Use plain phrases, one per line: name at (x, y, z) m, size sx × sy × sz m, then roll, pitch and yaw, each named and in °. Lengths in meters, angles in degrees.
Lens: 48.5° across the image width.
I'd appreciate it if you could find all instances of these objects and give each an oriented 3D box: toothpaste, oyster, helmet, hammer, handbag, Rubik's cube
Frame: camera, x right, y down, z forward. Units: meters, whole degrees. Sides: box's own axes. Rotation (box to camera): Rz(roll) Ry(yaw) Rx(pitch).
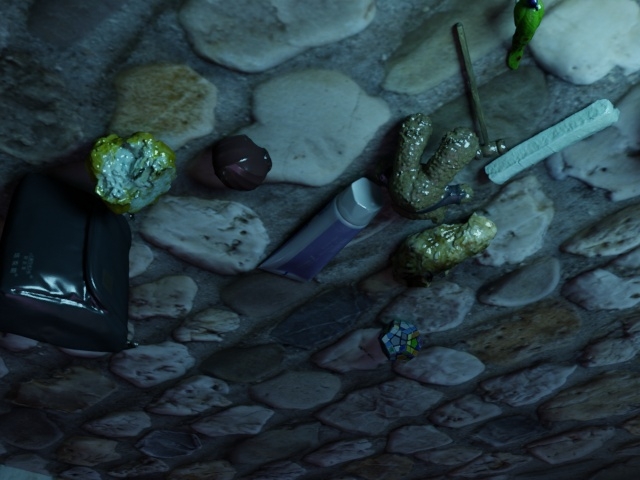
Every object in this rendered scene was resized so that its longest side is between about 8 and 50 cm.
toothpaste at (0.000, 0.000, 1.444) m, size 0.125 × 0.079 × 0.371 m, roll 17°, pitch 144°, yaw -23°
oyster at (0.245, 0.047, 1.503) m, size 0.166 × 0.094 × 0.294 m, roll 0°, pitch 150°, yaw -15°
helmet at (-0.141, -0.127, 1.270) m, size 0.098 × 0.070 × 0.123 m, roll -23°, pitch 137°, yaw 26°
hammer at (0.259, -0.240, 1.173) m, size 0.058 × 0.029 × 0.292 m, roll -14°, pitch 139°, yaw 14°
handbag at (-0.443, 0.039, 1.303) m, size 0.275 × 0.301 × 0.178 m, roll 19°, pitch 132°, yaw -28°
Rubik's cube at (0.197, 0.250, 1.757) m, size 0.111 × 0.111 × 0.093 m, roll -14°, pitch 168°, yaw 17°

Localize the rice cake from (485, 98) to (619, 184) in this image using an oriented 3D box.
rice cake at (0.402, -0.172, 1.250) m, size 0.245 × 0.042 × 0.045 m, roll -29°, pitch 146°, yaw 33°

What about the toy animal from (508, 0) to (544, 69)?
toy animal at (0.297, -0.325, 1.040) m, size 0.041 × 0.074 × 0.217 m, roll -2°, pitch 172°, yaw 7°

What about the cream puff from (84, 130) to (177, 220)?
cream puff at (-0.332, -0.126, 1.238) m, size 0.156 × 0.156 × 0.121 m, roll 4°, pitch -175°, yaw -7°

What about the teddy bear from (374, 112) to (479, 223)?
teddy bear at (0.176, -0.106, 1.259) m, size 0.182 × 0.129 × 0.251 m, roll 29°, pitch 153°, yaw 20°
